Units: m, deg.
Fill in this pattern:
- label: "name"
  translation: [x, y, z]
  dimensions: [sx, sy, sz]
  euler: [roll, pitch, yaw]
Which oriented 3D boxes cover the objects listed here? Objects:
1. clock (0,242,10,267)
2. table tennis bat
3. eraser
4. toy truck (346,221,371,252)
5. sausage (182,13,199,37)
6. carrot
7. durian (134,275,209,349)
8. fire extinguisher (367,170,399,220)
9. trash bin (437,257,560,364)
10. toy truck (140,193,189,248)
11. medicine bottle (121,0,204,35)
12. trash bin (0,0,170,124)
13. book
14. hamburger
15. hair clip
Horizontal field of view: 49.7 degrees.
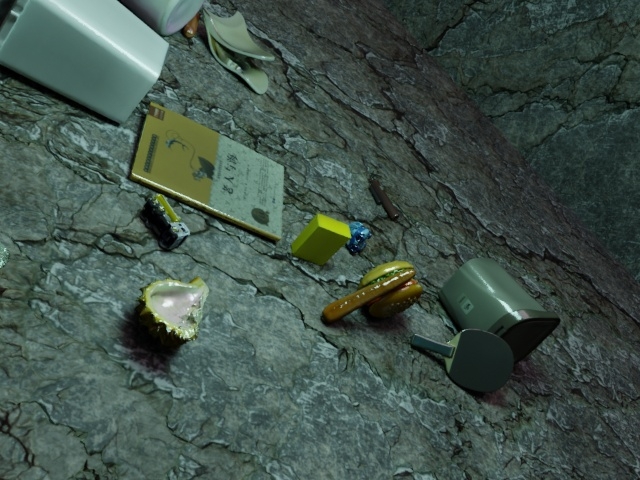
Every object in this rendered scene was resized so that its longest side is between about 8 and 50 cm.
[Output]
- label: "clock"
  translation: [-0.571, 0.023, 1.173]
  dimensions: [0.074, 0.010, 0.083]
  euler: [43, 34, 0]
- label: "table tennis bat"
  translation: [0.358, 0.290, 1.745]
  dimensions: [0.274, 0.154, 0.021]
  euler: [19, -5, -5]
- label: "eraser"
  translation: [0.000, 0.000, 1.687]
  dimensions: [0.097, 0.122, 0.045]
  euler: [19, 41, -30]
- label: "toy truck"
  translation: [0.084, -0.017, 1.849]
  dimensions: [0.090, 0.073, 0.056]
  euler: [38, 31, 19]
- label: "sausage"
  translation: [-0.393, -0.655, 2.094]
  dimensions: [0.039, 0.041, 0.131]
  euler: [30, 35, -26]
- label: "carrot"
  translation: [0.113, 0.126, 1.606]
  dimensions: [0.043, 0.247, 0.043]
  euler: [62, -8, 15]
- label: "durian"
  translation: [-0.274, 0.131, 1.306]
  dimensions: [0.140, 0.078, 0.224]
  euler: [29, 23, 1]
- label: "fire extinguisher"
  translation: [0.183, -0.134, 2.116]
  dimensions: [0.049, 0.035, 0.173]
  euler: [-22, 63, -13]
- label: "trash bin"
  translation: [0.476, 0.191, 1.896]
  dimensions: [0.219, 0.220, 0.250]
  euler: [4, 42, -46]
- label: "toy truck"
  translation: [-0.327, -0.042, 1.461]
  dimensions: [0.123, 0.052, 0.063]
  euler: [52, 28, 16]
- label: "medicine bottle"
  translation: [-0.521, -0.781, 1.947]
  dimensions: [0.388, 0.219, 0.219]
  euler: [41, 33, 0]
- label: "trash bin"
  translation: [-0.530, -0.462, 1.530]
  dimensions: [0.367, 0.296, 0.256]
  euler: [32, 33, -26]
- label: "book"
  translation: [-0.258, -0.165, 1.674]
  dimensions: [0.388, 0.032, 0.269]
  euler: [23, 43, -25]
- label: "hamburger"
  translation: [0.170, 0.122, 1.704]
  dimensions: [0.162, 0.162, 0.115]
  euler: [0, 58, -46]
- label: "hair clip"
  translation: [-0.243, -0.581, 2.119]
  dimensions: [0.282, 0.113, 0.172]
  euler: [47, 33, 16]
